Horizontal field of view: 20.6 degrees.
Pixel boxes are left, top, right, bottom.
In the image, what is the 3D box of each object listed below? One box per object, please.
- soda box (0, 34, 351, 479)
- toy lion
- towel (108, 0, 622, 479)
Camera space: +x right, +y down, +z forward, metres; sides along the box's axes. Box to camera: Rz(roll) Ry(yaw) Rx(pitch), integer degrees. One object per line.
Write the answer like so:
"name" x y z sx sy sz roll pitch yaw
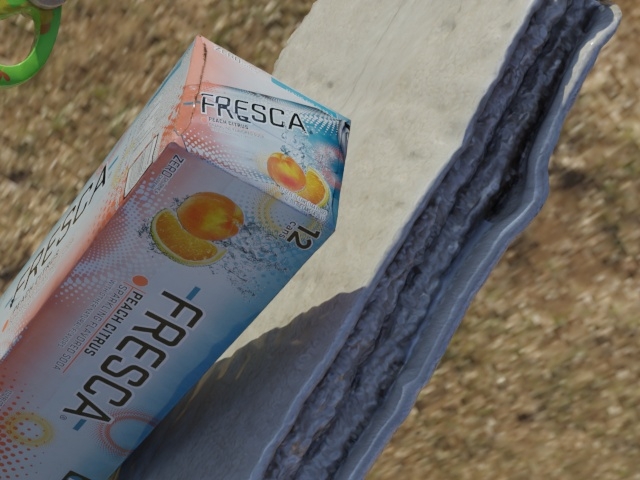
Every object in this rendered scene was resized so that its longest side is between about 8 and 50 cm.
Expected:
"soda box" -0.064 0.017 0.603 0.063 0.183 0.058 29 40 -18
"toy lion" -0.184 -0.103 0.878 0.100 0.034 0.096 17 77 -20
"towel" 0.000 0.000 0.678 0.049 0.187 0.282 35 84 -25
